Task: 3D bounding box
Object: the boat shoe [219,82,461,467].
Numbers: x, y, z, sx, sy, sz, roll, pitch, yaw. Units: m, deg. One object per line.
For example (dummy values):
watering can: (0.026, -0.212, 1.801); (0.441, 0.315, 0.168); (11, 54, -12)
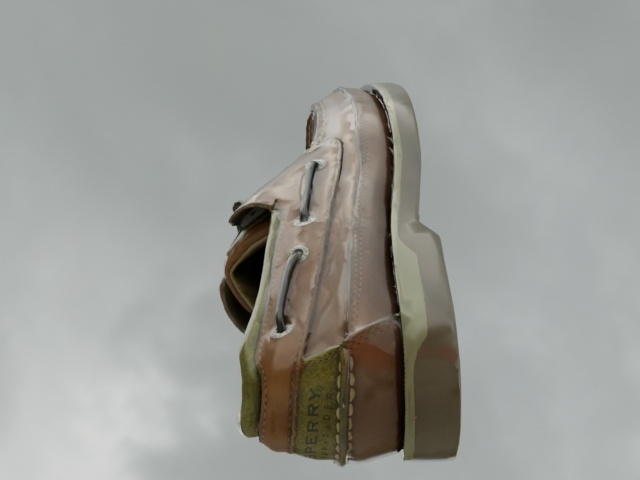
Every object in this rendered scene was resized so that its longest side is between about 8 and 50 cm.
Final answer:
boat shoe: (0.000, 0.000, 0.902); (0.104, 0.307, 0.111); (-3, -65, -3)
